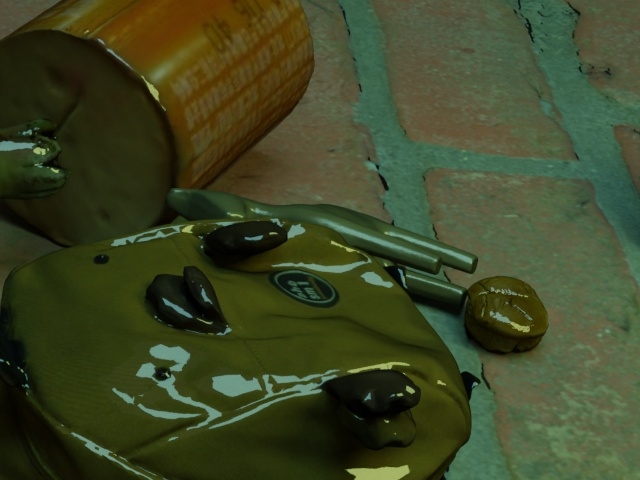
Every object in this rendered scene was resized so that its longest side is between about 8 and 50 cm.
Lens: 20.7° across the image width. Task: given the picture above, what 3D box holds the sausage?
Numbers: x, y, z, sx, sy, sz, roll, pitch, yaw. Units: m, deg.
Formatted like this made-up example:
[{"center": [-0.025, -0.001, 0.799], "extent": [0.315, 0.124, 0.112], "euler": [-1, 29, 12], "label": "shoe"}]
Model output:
[{"center": [-0.165, -0.147, 1.674], "extent": [0.233, 0.233, 0.287], "euler": [21, 36, 17], "label": "sausage"}]

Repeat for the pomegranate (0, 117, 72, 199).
[{"center": [-0.340, -0.056, 1.505], "extent": [0.247, 0.202, 0.202], "euler": [-13, 39, -21], "label": "pomegranate"}]

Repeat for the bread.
[{"center": [0.169, 0.067, 1.602], "extent": [0.081, 0.046, 0.083], "euler": [19, 33, 9], "label": "bread"}]

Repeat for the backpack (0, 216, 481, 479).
[{"center": [-0.075, 0.110, 1.331], "extent": [0.378, 0.201, 0.353], "euler": [-5, 31, -27], "label": "backpack"}]

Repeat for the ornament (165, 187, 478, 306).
[{"center": [0.000, 0.000, 1.564], "extent": [0.244, 0.061, 0.230], "euler": [18, 4, 16], "label": "ornament"}]
